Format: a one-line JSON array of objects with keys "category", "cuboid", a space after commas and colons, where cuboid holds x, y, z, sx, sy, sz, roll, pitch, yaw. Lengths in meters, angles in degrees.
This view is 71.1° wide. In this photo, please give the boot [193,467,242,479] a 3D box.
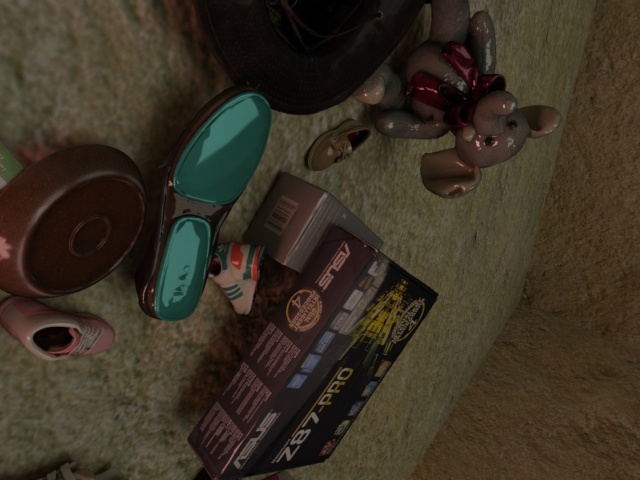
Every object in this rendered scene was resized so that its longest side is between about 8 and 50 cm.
[{"category": "boot", "cuboid": [-0.180, 0.507, 0.846, 0.190, 0.076, 0.208, -41, 135, -10]}]

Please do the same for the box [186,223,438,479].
[{"category": "box", "cuboid": [0.015, 0.198, 0.753, 0.395, 0.097, 0.318, -55, 143, 1]}]

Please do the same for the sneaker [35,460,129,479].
[{"category": "sneaker", "cuboid": [-0.319, 0.308, 0.519, 0.092, 0.087, 0.228, -62, 155, -18]}]

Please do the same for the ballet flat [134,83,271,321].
[{"category": "ballet flat", "cuboid": [-0.149, -0.047, 0.505, 0.095, 0.096, 0.280, 19, 99, -44]}]

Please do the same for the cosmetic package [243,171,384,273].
[{"category": "cosmetic package", "cuboid": [0.000, 0.000, 0.739, 0.238, 0.107, 0.127, 31, 89, -54]}]

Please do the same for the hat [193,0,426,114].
[{"category": "hat", "cuboid": [-0.009, -0.317, 0.490, 0.331, 0.134, 0.331, -26, 142, -22]}]

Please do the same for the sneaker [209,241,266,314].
[{"category": "sneaker", "cuboid": [-0.125, 0.052, 0.649, 0.161, 0.075, 0.057, 112, -9, -53]}]

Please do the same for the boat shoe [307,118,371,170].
[{"category": "boat shoe", "cuboid": [0.033, -0.156, 0.735, 0.135, 0.045, 0.050, -46, 143, -27]}]

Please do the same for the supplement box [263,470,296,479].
[{"category": "supplement box", "cuboid": [-0.052, 0.626, 0.971, 0.111, 0.220, 0.113, 15, 99, -56]}]

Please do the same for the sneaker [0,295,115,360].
[{"category": "sneaker", "cuboid": [-0.261, 0.104, 0.470, 0.051, 0.070, 0.134, -59, 148, -13]}]

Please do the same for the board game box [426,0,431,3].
[{"category": "board game box", "cuboid": [0.159, -0.469, 0.707, 0.141, 0.048, 0.170, -30, 133, -43]}]

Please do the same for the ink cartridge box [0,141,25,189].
[{"category": "ink cartridge box", "cuboid": [-0.346, -0.043, 0.270, 0.235, 0.056, 0.171, -49, 145, -27]}]

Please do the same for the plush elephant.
[{"category": "plush elephant", "cuboid": [0.249, -0.229, 0.774, 0.272, 0.255, 0.330, -46, 153, 1]}]

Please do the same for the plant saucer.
[{"category": "plant saucer", "cuboid": [-0.229, -0.010, 0.433, 0.168, 0.029, 0.168, -53, 163, -23]}]
